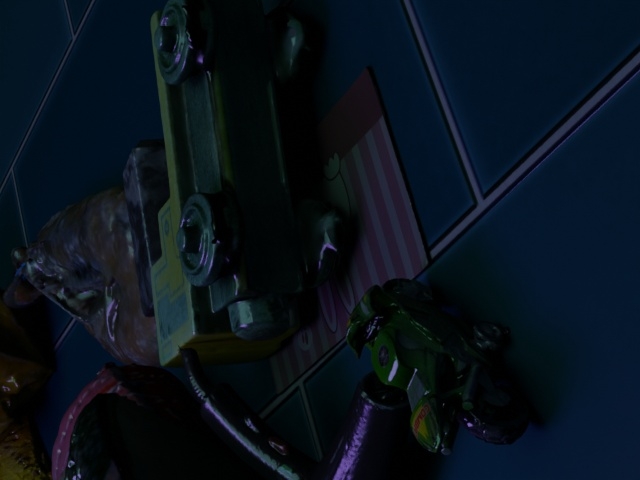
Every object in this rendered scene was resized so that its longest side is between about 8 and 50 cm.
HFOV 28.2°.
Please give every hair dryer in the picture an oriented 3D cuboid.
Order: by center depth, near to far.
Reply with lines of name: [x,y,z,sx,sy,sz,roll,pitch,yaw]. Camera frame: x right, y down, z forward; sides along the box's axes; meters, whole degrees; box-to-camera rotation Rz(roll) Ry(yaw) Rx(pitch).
hair dryer: [-0.038,0.161,1.103,0.271,0.091,0.236,31,130,24]

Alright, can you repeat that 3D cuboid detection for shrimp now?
shrimp: [-0.278,0.048,1.594,0.445,0.110,0.221,-4,96,55]

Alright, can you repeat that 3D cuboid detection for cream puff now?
cream puff: [-0.550,0.216,1.866,0.257,0.324,0.291,31,142,12]

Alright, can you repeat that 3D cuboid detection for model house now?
model house: [-0.170,0.352,1.199,0.284,0.243,0.298,-55,32,11]

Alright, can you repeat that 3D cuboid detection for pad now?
pad: [-0.001,0.000,1.208,0.300,0.005,0.202,-45,53,50]

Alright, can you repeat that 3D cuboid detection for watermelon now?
watermelon: [-0.465,0.338,1.934,0.129,0.123,0.301,-46,43,7]

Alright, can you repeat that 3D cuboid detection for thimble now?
thimble: [-0.200,0.240,1.388,0.125,0.163,0.190,45,118,53]

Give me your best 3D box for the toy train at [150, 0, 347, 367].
toy train: [-0.096,-0.073,1.232,0.237,0.150,0.369,143,122,-61]

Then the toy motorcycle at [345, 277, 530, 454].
toy motorcycle: [0.081,0.088,0.979,0.190,0.106,0.074,55,136,45]

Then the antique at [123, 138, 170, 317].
antique: [-0.157,-0.018,1.373,0.088,0.086,0.183,138,124,-67]
